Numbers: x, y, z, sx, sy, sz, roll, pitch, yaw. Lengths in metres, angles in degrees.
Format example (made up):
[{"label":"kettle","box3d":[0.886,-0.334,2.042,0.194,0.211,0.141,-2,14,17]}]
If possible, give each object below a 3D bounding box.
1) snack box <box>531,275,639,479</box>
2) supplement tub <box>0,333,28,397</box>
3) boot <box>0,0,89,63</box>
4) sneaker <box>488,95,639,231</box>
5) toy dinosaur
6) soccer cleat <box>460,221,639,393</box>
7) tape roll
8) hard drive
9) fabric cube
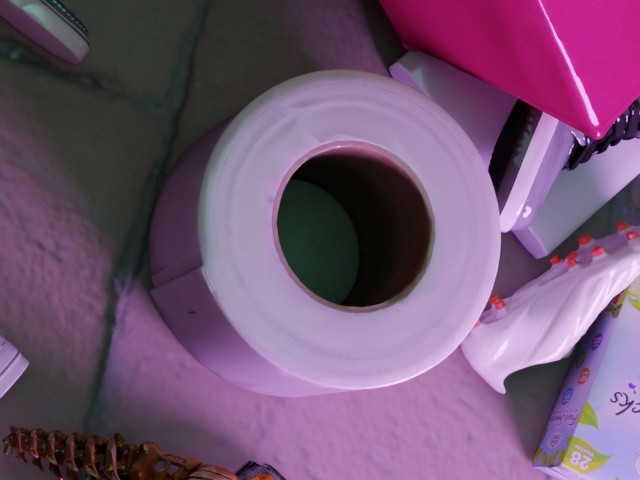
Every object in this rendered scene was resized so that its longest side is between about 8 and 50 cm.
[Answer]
[{"label":"snack box","box3d":[0.302,0.136,1.589,0.174,0.070,0.207,26,77,-12]},{"label":"supplement tub","box3d":[-0.284,0.081,1.404,0.107,0.071,0.071,45,72,-9]},{"label":"boot","box3d":[-0.241,-0.229,1.457,0.190,0.069,0.086,40,76,-8]},{"label":"sneaker","box3d":[0.261,-0.106,1.540,0.178,0.124,0.295,28,73,-3]},{"label":"toy dinosaur","box3d":[-0.104,0.250,1.424,0.322,0.164,0.218,24,55,1]},{"label":"soccer cleat","box3d":[0.210,0.054,1.557,0.196,0.068,0.076,-32,103,4]},{"label":"tape roll","box3d":[0.000,0.000,1.456,0.246,0.169,0.246,3,82,-19]},{"label":"hard drive","box3d":[0.239,-0.164,1.622,0.318,0.040,0.210,-40,96,-19]},{"label":"fabric cube","box3d":[0.168,-0.281,1.407,0.259,0.254,0.258,-44,133,-13]}]
